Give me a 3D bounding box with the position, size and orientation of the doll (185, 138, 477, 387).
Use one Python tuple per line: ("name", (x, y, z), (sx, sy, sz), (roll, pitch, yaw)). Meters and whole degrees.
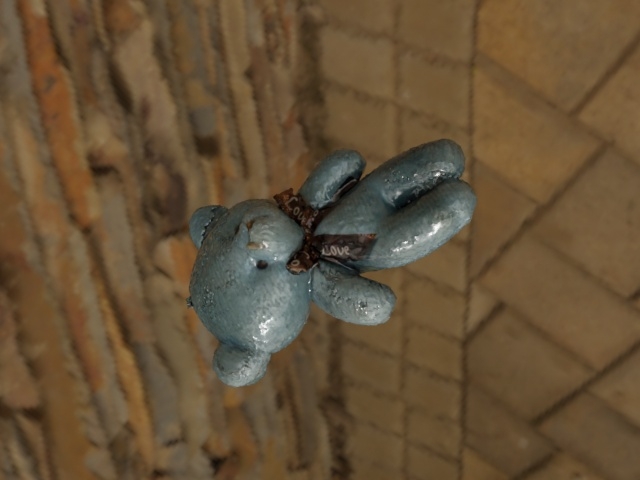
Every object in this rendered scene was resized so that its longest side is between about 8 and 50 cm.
("doll", (-0.003, -0.001, 0.813), (0.179, 0.120, 0.075), (-31, 143, 25))
